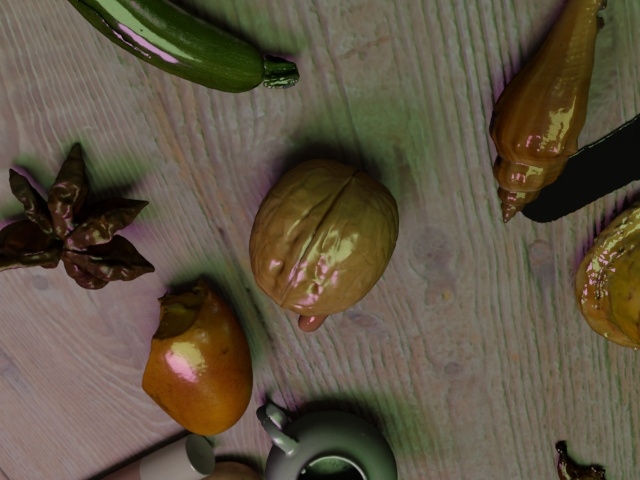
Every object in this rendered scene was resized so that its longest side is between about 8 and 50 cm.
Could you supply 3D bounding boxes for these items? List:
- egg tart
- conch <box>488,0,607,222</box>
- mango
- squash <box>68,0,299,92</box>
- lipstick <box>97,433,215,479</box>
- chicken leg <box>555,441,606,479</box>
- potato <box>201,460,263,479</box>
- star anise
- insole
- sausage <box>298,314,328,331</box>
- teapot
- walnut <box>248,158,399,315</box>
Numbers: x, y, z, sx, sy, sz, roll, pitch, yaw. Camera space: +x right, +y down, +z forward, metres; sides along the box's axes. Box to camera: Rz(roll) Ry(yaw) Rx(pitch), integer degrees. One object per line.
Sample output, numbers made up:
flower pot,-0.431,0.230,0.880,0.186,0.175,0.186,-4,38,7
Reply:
egg tart,0.465,0.051,1.264,0.288,0.118,0.288,-1,127,-1
conch,0.237,-0.161,1.087,0.093,0.109,0.330,8,121,3
mango,-0.166,0.174,1.359,0.154,0.126,0.252,6,133,10
squash,-0.170,-0.224,1.045,0.319,0.071,0.080,29,124,-23
lipstick,-0.280,0.377,1.571,0.254,0.070,0.070,-30,125,24
chicken leg,0.403,0.366,1.586,0.145,0.037,0.062,34,101,-27
potato,-0.154,0.406,1.578,0.147,0.112,0.112,-21,128,8
star anise,-0.299,-0.004,1.223,0.212,0.111,0.196,-39,128,21
insole,0.379,-0.105,1.192,0.322,0.007,0.109,-27,124,22
sausage,-0.002,0.089,1.343,0.034,0.034,0.083,23,127,-19
teapot,0.015,0.344,1.469,0.294,0.129,0.193,45,93,-4
walnut,0.000,0.000,1.186,0.165,0.165,0.197,23,124,-19
